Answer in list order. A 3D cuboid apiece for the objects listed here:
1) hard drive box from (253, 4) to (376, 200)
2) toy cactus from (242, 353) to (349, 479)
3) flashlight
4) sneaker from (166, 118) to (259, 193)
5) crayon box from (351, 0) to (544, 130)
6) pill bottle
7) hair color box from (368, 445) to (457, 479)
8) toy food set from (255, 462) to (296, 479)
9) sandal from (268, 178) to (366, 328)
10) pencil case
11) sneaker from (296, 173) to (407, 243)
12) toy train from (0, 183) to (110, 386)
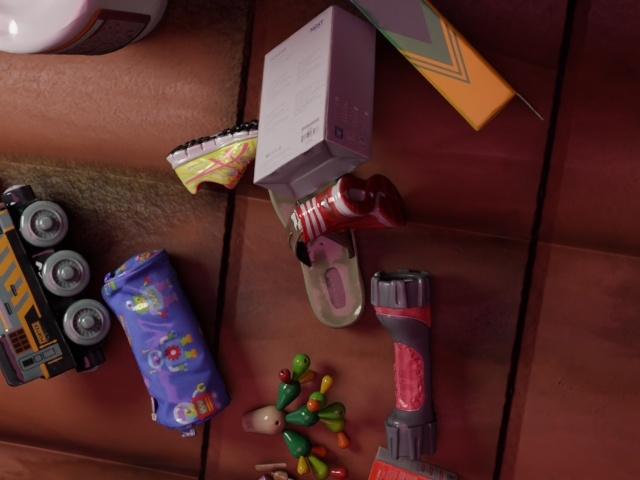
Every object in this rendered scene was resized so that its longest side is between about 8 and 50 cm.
[{"bbox_3d":[-0.008,-0.203,1.615,0.181,0.089,0.232,-26,53,48],"label":"hard drive box"},{"bbox_3d":[-0.045,0.304,1.810,0.181,0.112,0.218,-9,107,20],"label":"toy cactus"},{"bbox_3d":[0.136,0.202,1.756,0.103,0.103,0.304,0,99,7],"label":"flashlight"},{"bbox_3d":[-0.140,-0.134,1.758,0.209,0.081,0.094,-16,104,17],"label":"sneaker"},{"bbox_3d":[0.188,-0.274,1.615,0.323,0.203,0.083,45,103,-1],"label":"crayon box"},{"bbox_3d":[-0.364,-0.382,1.581,0.224,0.392,0.224,1,99,8],"label":"pill bottle"},{"bbox_3d":[0.155,0.394,1.802,0.141,0.072,0.043,19,101,5],"label":"hair color box"},{"bbox_3d":[-0.074,0.436,1.871,0.078,0.019,0.122,-6,106,10],"label":"toy food set"},{"bbox_3d":[0.002,0.001,1.749,0.120,0.086,0.302,-19,96,11],"label":"sandal"},{"bbox_3d":[-0.259,0.170,1.798,0.133,0.119,0.306,-23,95,-11],"label":"pencil case"},{"bbox_3d":[0.038,-0.047,1.689,0.128,0.221,0.087,-21,72,27],"label":"sneaker"},{"bbox_3d":[-0.477,0.080,1.778,0.190,0.142,0.333,-25,96,-22],"label":"toy train"}]
